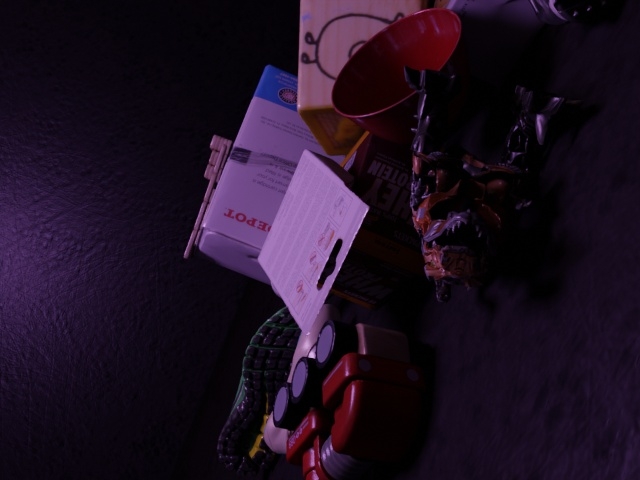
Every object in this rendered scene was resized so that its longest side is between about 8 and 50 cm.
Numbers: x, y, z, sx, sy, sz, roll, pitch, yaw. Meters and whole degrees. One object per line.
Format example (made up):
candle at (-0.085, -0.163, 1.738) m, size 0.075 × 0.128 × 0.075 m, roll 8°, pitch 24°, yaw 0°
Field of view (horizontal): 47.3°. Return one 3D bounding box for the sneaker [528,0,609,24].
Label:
sneaker at (0.219, -0.327, 0.755) m, size 0.106 × 0.078 × 0.235 m, roll -160°, pitch 50°, yaw -83°

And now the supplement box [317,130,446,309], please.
supplement box at (0.079, -0.032, 1.057) m, size 0.191 × 0.129 × 0.194 m, roll 133°, pitch 158°, yaw -62°

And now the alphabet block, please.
alphabet block at (0.078, -0.255, 1.095) m, size 0.193 × 0.192 × 0.197 m, roll 41°, pitch -133°, yaw -68°

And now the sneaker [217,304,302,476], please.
sneaker at (-0.091, 0.249, 1.332) m, size 0.344 × 0.134 × 0.146 m, roll -63°, pitch 6°, yaw 16°

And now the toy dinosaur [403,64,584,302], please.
toy dinosaur at (0.142, -0.059, 0.762) m, size 0.322 × 0.164 × 0.219 m, roll -121°, pitch 39°, yaw -69°

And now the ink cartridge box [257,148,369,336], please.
ink cartridge box at (0.000, 0.000, 0.949) m, size 0.181 × 0.056 × 0.225 m, roll -65°, pitch 30°, yaw 14°

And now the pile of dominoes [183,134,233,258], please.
pile of dominoes at (-0.237, -0.087, 1.497) m, size 0.196 × 0.040 × 0.251 m, roll 161°, pitch 128°, yaw -87°

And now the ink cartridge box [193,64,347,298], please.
ink cartridge box at (-0.053, -0.111, 1.480) m, size 0.166 × 0.285 × 0.395 m, roll 127°, pitch 163°, yaw -64°

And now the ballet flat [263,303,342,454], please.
ballet flat at (-0.010, 0.225, 1.154) m, size 0.086 × 0.086 × 0.249 m, roll -178°, pitch 109°, yaw -80°

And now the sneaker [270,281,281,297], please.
sneaker at (0.018, -0.028, 1.269) m, size 0.290 × 0.105 × 0.123 m, roll -53°, pitch -17°, yaw -20°

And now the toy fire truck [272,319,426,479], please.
toy fire truck at (0.014, 0.238, 0.806) m, size 0.217 × 0.158 × 0.246 m, roll 123°, pitch 155°, yaw -42°

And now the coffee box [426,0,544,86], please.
coffee box at (0.239, -0.374, 0.997) m, size 0.168 × 0.118 × 0.297 m, roll 121°, pitch 167°, yaw -46°

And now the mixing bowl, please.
mixing bowl at (0.114, -0.186, 0.897) m, size 0.181 × 0.098 × 0.182 m, roll -28°, pitch 37°, yaw 24°
